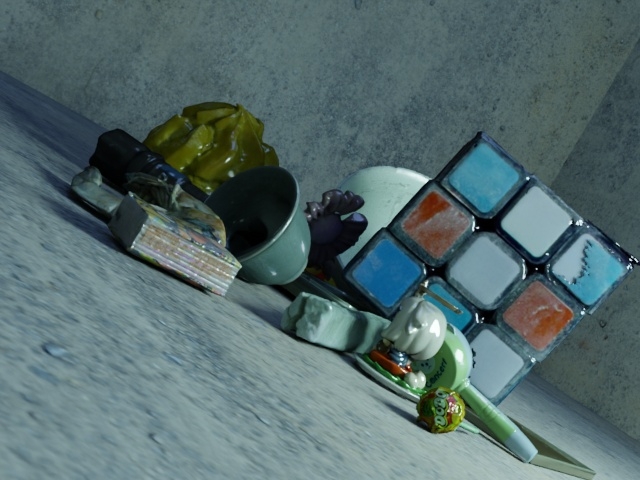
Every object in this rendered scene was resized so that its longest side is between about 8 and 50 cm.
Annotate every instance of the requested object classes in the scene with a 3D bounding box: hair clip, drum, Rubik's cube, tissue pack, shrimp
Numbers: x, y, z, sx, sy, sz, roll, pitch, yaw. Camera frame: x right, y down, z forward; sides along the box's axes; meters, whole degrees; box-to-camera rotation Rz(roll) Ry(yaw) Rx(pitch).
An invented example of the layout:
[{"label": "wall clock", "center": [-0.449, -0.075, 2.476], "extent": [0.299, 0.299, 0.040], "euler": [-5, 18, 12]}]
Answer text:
[{"label": "hair clip", "center": [0.004, 0.007, 1.755], "extent": [0.069, 0.173, 0.300], "euler": [59, -11, 19]}, {"label": "drum", "center": [0.220, 0.204, 1.365], "extent": [0.253, 0.130, 0.049], "euler": [31, 31, 29]}, {"label": "Rubik's cube", "center": [0.282, 0.051, 1.673], "extent": [0.363, 0.358, 0.362], "euler": [40, 6, 4]}, {"label": "tissue pack", "center": [-0.186, 0.008, 1.192], "extent": [0.148, 0.060, 0.109], "euler": [31, 2, -31]}, {"label": "shrimp", "center": [-0.269, -0.055, 1.429], "extent": [0.247, 0.085, 0.360], "euler": [20, 11, -28]}]

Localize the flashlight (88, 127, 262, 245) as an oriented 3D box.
[{"label": "flashlight", "center": [-0.249, -0.069, 1.716], "extent": [0.424, 0.103, 0.103], "euler": [34, 3, 23]}]

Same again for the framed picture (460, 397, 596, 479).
[{"label": "framed picture", "center": [0.315, 0.313, 1.506], "extent": [0.192, 0.018, 0.265], "euler": [32, 3, 40]}]

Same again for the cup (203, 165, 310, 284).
[{"label": "cup", "center": [-0.090, -0.001, 1.528], "extent": [0.199, 0.199, 0.150], "euler": [33, -15, 46]}]

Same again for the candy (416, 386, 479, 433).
[{"label": "candy", "center": [0.175, 0.231, 1.208], "extent": [0.060, 0.060, 0.201], "euler": [32, -4, 31]}]

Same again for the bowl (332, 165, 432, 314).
[{"label": "bowl", "center": [0.168, 0.062, 2.097], "extent": [0.435, 0.434, 0.196], "euler": [30, -42, -11]}]

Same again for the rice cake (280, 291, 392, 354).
[{"label": "rice cake", "center": [0.040, 0.129, 1.381], "extent": [0.063, 0.066, 0.336], "euler": [31, 1, 25]}]

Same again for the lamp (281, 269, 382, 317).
[{"label": "lamp", "center": [0.034, 0.121, 1.725], "extent": [0.269, 0.047, 0.266], "euler": [32, 0, 45]}]

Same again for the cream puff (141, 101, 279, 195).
[{"label": "cream puff", "center": [-0.218, -0.157, 1.949], "extent": [0.291, 0.257, 0.324], "euler": [35, 1, 36]}]

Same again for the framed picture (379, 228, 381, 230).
[{"label": "framed picture", "center": [0.183, 0.080, 1.951], "extent": [0.203, 0.150, 0.015], "euler": [33, -43, -7]}]

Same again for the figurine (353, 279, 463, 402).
[{"label": "figurine", "center": [0.137, 0.137, 1.317], "extent": [0.132, 0.153, 0.132], "euler": [31, 3, -2]}]

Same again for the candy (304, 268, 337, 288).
[{"label": "candy", "center": [-0.012, 0.044, 2.369], "extent": [0.276, 0.088, 0.146], "euler": [32, 4, 33]}]
